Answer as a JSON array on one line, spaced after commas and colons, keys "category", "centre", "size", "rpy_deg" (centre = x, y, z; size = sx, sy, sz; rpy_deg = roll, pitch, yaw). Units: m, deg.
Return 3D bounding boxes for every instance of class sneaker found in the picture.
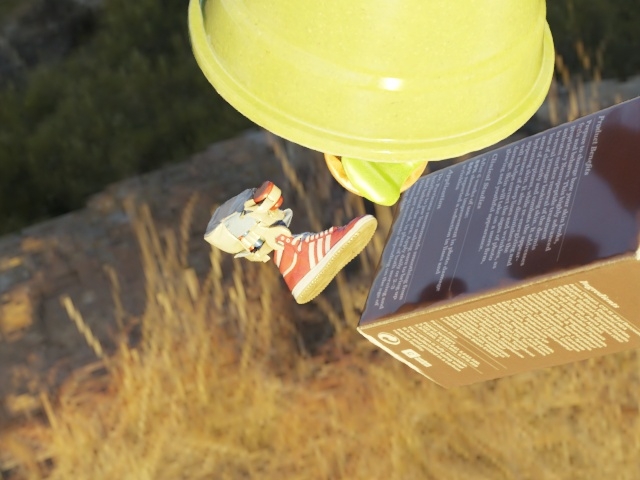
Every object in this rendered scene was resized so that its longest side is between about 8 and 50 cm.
[{"category": "sneaker", "centre": [0.000, 0.000, 1.590], "size": [0.042, 0.118, 0.067], "rpy_deg": [6, 43, -57]}]

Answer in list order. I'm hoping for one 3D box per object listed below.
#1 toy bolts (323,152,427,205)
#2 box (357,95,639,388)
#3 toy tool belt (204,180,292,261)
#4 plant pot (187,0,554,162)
[{"category": "toy bolts", "centre": [0.061, -0.175, 1.473], "size": [0.228, 0.218, 0.158], "rpy_deg": [-43, 14, -3]}, {"category": "box", "centre": [0.223, 0.005, 1.532], "size": [0.381, 0.143, 0.191], "rpy_deg": [-20, 43, 52]}, {"category": "toy tool belt", "centre": [-0.043, -0.011, 1.176], "size": [0.083, 0.051, 0.052], "rpy_deg": [-28, 30, 47]}, {"category": "plant pot", "centre": [0.052, -0.238, 1.104], "size": [0.276, 0.254, 0.276], "rpy_deg": [4, 46, -5]}]
